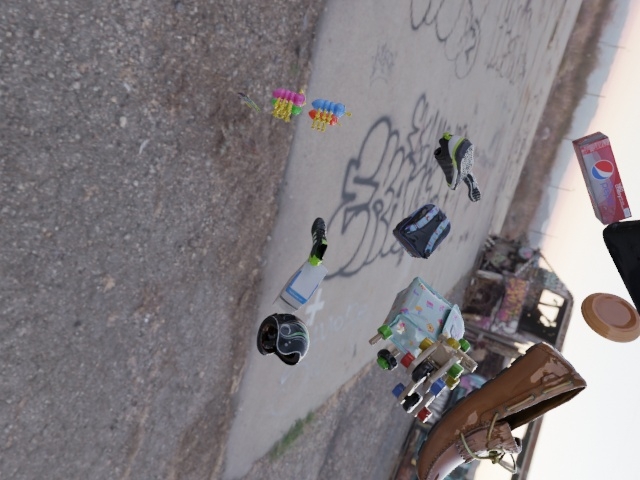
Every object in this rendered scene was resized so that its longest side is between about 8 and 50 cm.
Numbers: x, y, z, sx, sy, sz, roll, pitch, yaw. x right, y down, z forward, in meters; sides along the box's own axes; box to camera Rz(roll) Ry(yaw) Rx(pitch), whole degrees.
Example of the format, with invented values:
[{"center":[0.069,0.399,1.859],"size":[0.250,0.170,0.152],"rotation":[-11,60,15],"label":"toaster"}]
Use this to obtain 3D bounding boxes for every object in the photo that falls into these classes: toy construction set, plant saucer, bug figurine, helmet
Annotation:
[{"center":[0.325,0.325,1.297],"size":[0.237,0.309,0.257],"rotation":[-34,125,-22],"label":"toy construction set"},{"center":[0.980,0.249,1.760],"size":[0.037,0.200,0.200],"rotation":[95,22,-47],"label":"plant saucer"},{"center":[-0.032,-0.365,1.458],"size":[0.279,0.216,0.072],"rotation":[-129,-128,-82],"label":"bug figurine"},{"center":[-0.116,0.333,1.774],"size":[0.162,0.169,0.169],"rotation":[19,88,-38],"label":"helmet"}]

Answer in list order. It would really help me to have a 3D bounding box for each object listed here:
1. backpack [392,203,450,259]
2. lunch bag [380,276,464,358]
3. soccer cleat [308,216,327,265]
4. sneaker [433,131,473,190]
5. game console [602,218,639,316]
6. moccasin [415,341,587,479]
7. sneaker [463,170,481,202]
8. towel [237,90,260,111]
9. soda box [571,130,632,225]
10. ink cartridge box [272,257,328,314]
[{"center":[0.362,-0.039,1.858],"size":[0.173,0.158,0.117],"rotation":[-46,-172,-10],"label":"backpack"},{"center":[0.359,0.287,1.748],"size":[0.160,0.262,0.223],"rotation":[-51,180,40],"label":"lunch bag"},{"center":[0.000,0.000,1.768],"size":[0.072,0.060,0.178],"rotation":[-29,-131,54],"label":"soccer cleat"},{"center":[0.365,-0.228,1.460],"size":[0.084,0.097,0.234],"rotation":[-51,158,-14],"label":"sneaker"},{"center":[0.642,0.109,0.776],"size":[0.060,0.342,0.386],"rotation":[-35,-172,-17],"label":"game console"},{"center":[0.354,0.372,1.048],"size":[0.380,0.147,0.139],"rotation":[-36,139,-1],"label":"moccasin"},{"center":[0.475,-0.170,1.636],"size":[0.109,0.040,0.043],"rotation":[66,32,-23],"label":"sneaker"},{"center":[-0.194,-0.374,1.419],"size":[0.009,0.083,0.060],"rotation":[-47,126,-1],"label":"towel"},{"center":[0.834,-0.184,1.559],"size":[0.263,0.083,0.092],"rotation":[65,18,-15],"label":"soda box"},{"center":[-0.075,0.168,1.860],"size":[0.148,0.086,0.203],"rotation":[-56,-175,-34],"label":"ink cartridge box"}]
